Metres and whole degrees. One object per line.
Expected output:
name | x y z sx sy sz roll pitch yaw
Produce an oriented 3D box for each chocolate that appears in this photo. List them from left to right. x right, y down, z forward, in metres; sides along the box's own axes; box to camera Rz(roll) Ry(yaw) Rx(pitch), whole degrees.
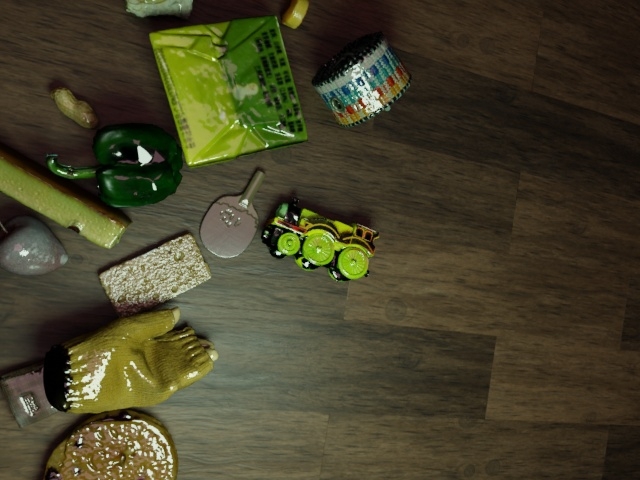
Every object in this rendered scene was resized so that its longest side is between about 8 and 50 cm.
chocolate | -0.211 -0.336 1.163 0.289 0.137 0.300 -17 96 -19

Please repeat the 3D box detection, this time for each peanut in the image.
peanut | -0.534 -0.289 1.096 0.113 0.054 0.054 39 79 -16

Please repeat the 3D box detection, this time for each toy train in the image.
toy train | 0.000 0.000 1.266 0.296 0.100 0.160 21 77 -18

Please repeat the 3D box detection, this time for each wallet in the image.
wallet | -0.559 0.305 1.104 0.230 0.042 0.124 -21 97 -24

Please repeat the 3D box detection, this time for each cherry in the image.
cherry | -0.610 -0.007 1.064 0.148 0.188 0.115 10 127 -28

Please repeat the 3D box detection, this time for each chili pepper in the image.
chili pepper | -0.431 -0.160 1.072 0.261 0.165 0.173 -4 101 -5

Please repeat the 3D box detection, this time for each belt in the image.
belt | 0.097 -0.375 1.208 0.207 0.295 0.160 -39 111 3

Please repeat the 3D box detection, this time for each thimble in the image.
thimble | -0.365 -0.585 1.104 0.144 0.137 0.190 -12 110 -21

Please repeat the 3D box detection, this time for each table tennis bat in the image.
table tennis bat | -0.202 -0.068 1.235 0.131 0.022 0.234 32 83 -16

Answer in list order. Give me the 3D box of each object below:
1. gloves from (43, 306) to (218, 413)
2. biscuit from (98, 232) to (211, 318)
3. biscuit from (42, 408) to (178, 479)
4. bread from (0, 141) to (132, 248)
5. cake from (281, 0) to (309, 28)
gloves | -0.395 0.258 1.085 0.357 0.155 0.203 -5 77 -33
biscuit | -0.380 0.082 1.171 0.231 0.025 0.131 -25 100 -17
biscuit | -0.465 0.522 1.127 0.296 0.075 0.295 1 86 -16
bread | -0.572 -0.105 1.039 0.361 0.138 0.077 32 88 -17
cake | -0.064 -0.565 1.235 0.044 0.084 0.084 23 84 -27
